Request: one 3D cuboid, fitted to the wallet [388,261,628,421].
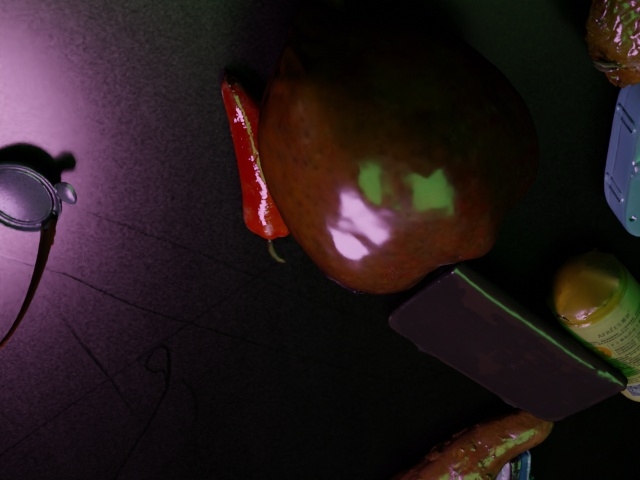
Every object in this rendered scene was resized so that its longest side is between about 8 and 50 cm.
[{"bbox_3d":[0.248,0.141,1.854,0.309,0.042,0.165,33,139,-18],"label":"wallet"}]

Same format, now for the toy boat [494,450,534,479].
[{"bbox_3d":[0.287,0.355,2.062,0.060,0.060,0.137,-18,129,-33],"label":"toy boat"}]

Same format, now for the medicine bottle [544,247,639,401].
[{"bbox_3d":[0.400,0.112,1.877,0.124,0.124,0.239,-37,124,14],"label":"medicine bottle"}]

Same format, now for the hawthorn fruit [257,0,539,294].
[{"bbox_3d":[0.079,-0.106,1.541,0.308,0.308,0.325,-35,137,12],"label":"hawthorn fruit"}]

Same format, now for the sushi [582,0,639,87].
[{"bbox_3d":[0.401,-0.296,1.571,0.179,0.167,0.296,20,113,1],"label":"sushi"}]

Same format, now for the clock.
[{"bbox_3d":[0.502,-0.122,1.748,0.274,0.094,0.224,-7,127,-8],"label":"clock"}]

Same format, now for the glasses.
[{"bbox_3d":[-0.398,0.003,1.527,0.118,0.268,0.234,-32,130,33],"label":"glasses"}]

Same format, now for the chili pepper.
[{"bbox_3d":[-0.069,-0.079,1.669,0.071,0.063,0.272,-20,125,-14],"label":"chili pepper"}]

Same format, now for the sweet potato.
[{"bbox_3d":[0.180,0.342,1.999,0.354,0.095,0.106,-40,141,18],"label":"sweet potato"}]
